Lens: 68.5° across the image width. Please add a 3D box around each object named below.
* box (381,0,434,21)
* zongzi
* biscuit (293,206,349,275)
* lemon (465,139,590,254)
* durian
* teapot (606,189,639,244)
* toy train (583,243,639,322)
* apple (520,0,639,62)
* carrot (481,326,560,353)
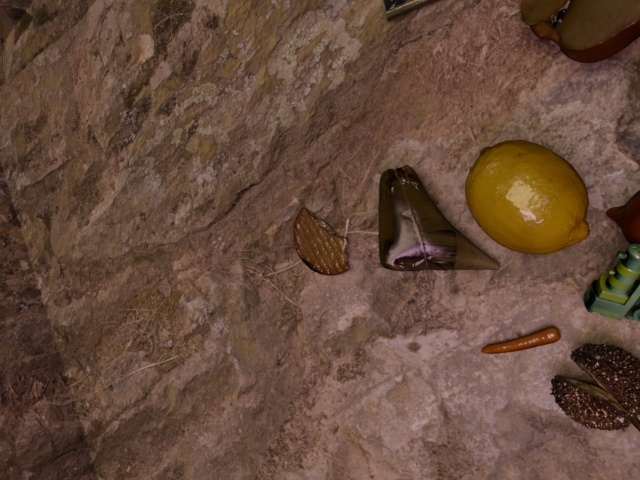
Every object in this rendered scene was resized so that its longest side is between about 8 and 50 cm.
[{"bbox_3d":[0.281,-0.735,1.255,0.270,0.045,0.210,-11,85,28],"label":"box"},{"bbox_3d":[0.298,-0.056,1.195,0.300,0.145,0.273,0,83,12],"label":"zongzi"},{"bbox_3d":[0.001,0.000,1.399,0.176,0.031,0.228,-20,78,26],"label":"biscuit"},{"bbox_3d":[0.450,-0.094,1.040,0.236,0.236,0.263,-33,56,24],"label":"lemon"},{"bbox_3d":[0.593,0.315,0.980,0.196,0.167,0.196,-23,64,61],"label":"durian"},{"bbox_3d":[0.724,-0.065,0.946,0.252,0.178,0.135,-11,44,20],"label":"teapot"},{"bbox_3d":[0.646,0.086,0.963,0.132,0.083,0.200,14,131,12],"label":"toy train"},{"bbox_3d":[0.589,-0.560,0.943,0.295,0.328,0.364,30,123,1],"label":"apple"},{"bbox_3d":[0.476,0.247,1.126,0.190,0.037,0.037,-25,77,28],"label":"carrot"}]
